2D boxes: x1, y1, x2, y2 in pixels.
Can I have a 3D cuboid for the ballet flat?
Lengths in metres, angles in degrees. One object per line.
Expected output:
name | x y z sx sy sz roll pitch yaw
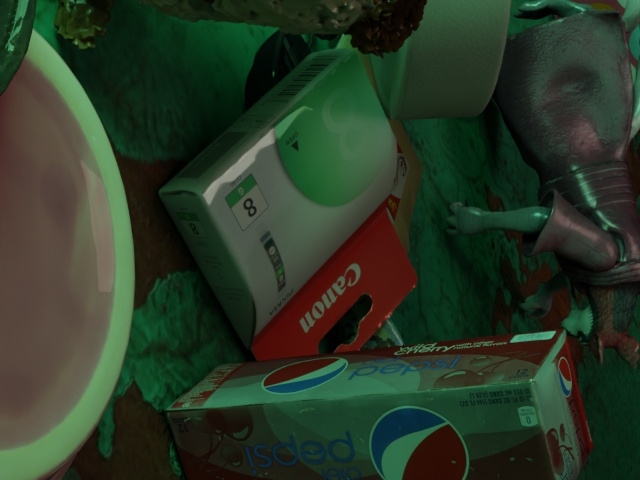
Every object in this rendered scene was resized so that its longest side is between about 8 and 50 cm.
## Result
ballet flat | 0.049 0.135 1.204 0.188 0.070 0.070 66 31 -22

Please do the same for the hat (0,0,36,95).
hat | -0.226 -0.174 0.587 0.331 0.134 0.331 20 56 -32

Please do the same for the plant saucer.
plant saucer | -0.198 0.004 0.738 0.332 0.084 0.332 27 59 -57

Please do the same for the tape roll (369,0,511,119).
tape roll | 0.076 -0.282 1.078 0.392 0.072 0.392 177 -90 -86

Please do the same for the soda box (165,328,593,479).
soda box | 0.037 0.125 0.958 0.083 0.263 0.092 -41 119 -59

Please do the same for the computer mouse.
computer mouse | -0.022 -0.159 1.178 0.071 0.041 0.242 63 26 -29

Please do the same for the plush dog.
plush dog | -0.052 -0.191 0.846 0.262 0.225 0.211 39 81 -38

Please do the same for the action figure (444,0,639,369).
action figure | 0.279 -0.050 1.491 0.248 0.275 0.370 20 51 -66

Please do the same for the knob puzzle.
knob puzzle | 0.027 -0.052 1.241 0.213 0.030 0.213 26 60 -59

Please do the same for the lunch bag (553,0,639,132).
lunch bag | 0.396 -0.301 1.919 0.258 0.120 0.293 -46 123 -57

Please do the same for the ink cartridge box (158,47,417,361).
ink cartridge box | 0.000 0.000 1.081 0.181 0.056 0.225 -46 121 -31
